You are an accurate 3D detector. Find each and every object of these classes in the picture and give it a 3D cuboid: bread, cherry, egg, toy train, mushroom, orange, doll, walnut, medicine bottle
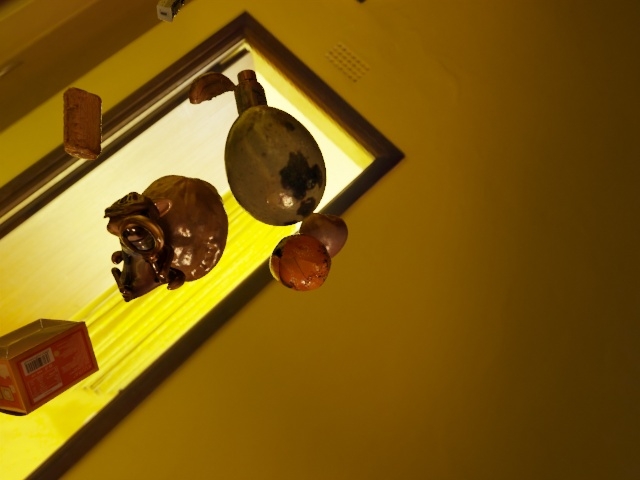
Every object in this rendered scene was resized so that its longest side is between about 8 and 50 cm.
[{"bbox_3d":[-0.735,-0.359,1.515,0.083,0.211,0.114,-11,-12,30],"label":"bread"},{"bbox_3d":[0.008,-0.005,2.181,0.206,0.239,0.239,12,-34,35],"label":"cherry"},{"bbox_3d":[-0.156,-0.253,1.690,0.345,0.344,0.428,24,-43,55],"label":"egg"},{"bbox_3d":[-0.461,-0.793,1.585,0.051,0.234,0.052,13,-35,-3],"label":"toy train"},{"bbox_3d":[-0.397,-0.558,1.777,0.072,0.209,0.094,35,-39,24],"label":"mushroom"},{"bbox_3d":[-0.076,0.081,1.846,0.234,0.234,0.182,43,-35,15],"label":"orange"},{"bbox_3d":[-0.560,0.027,1.505,0.317,0.209,0.340,12,-65,26],"label":"doll"},{"bbox_3d":[-0.513,-0.053,1.792,0.383,0.383,0.384,43,-16,15],"label":"walnut"},{"bbox_3d":[-0.281,-0.582,1.970,0.119,0.094,0.188,7,68,-59],"label":"medicine bottle"}]

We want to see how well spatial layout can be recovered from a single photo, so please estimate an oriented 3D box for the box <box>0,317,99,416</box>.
[{"bbox_3d":[-0.963,0.417,1.661,0.259,0.283,0.214,-4,-76,29],"label":"box"}]
